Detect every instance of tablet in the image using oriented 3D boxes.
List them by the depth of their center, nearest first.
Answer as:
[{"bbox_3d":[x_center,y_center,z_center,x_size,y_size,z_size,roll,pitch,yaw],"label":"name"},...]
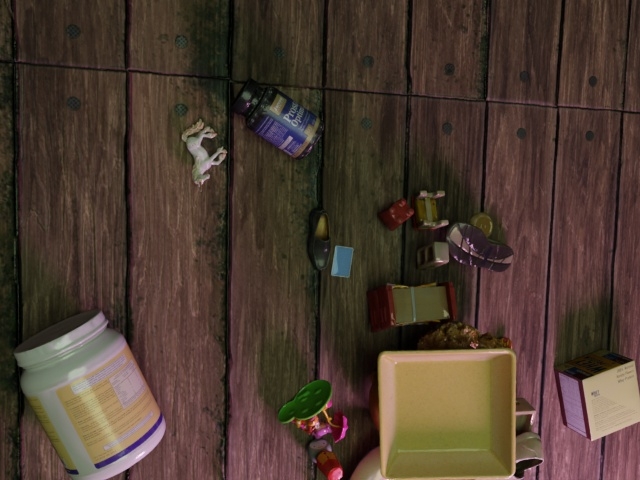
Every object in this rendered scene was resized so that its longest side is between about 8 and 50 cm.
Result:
[{"bbox_3d":[0.060,0.058,1.714,0.054,0.006,0.083,8,91,-18],"label":"tablet"}]

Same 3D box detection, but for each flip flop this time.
[{"bbox_3d":[0.453,0.017,1.803,0.277,0.080,0.112,18,106,-34],"label":"flip flop"}]

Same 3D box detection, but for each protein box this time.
[{"bbox_3d":[0.868,0.478,1.944,0.199,0.136,0.201,-15,100,-15],"label":"protein box"}]

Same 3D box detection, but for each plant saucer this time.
[{"bbox_3d":[0.310,0.421,1.549,0.332,0.081,0.333,-2,98,3],"label":"plant saucer"},{"bbox_3d":[0.478,-0.041,1.836,0.083,0.015,0.084,-2,96,-18],"label":"plant saucer"}]

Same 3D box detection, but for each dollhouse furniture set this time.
[{"bbox_3d":[0.240,0.057,1.721,0.201,0.152,0.375,0,78,-17],"label":"dollhouse furniture set"}]

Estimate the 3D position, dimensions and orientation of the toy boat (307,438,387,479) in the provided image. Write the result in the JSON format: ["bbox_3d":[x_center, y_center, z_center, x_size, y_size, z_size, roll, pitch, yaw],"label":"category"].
[{"bbox_3d":[0.110,0.645,1.724,0.318,0.148,0.268,32,90,-25],"label":"toy boat"}]

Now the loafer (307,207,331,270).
[{"bbox_3d":[0.000,0.000,1.660,0.062,0.061,0.170,-8,98,-18],"label":"loafer"}]

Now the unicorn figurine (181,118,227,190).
[{"bbox_3d":[-0.292,-0.211,1.554,0.111,0.060,0.162,-32,87,-12],"label":"unicorn figurine"}]

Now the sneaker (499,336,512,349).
[{"bbox_3d":[0.551,0.380,1.882,0.067,0.064,0.175,16,81,-56],"label":"sneaker"}]

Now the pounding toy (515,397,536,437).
[{"bbox_3d":[0.556,0.528,1.880,0.141,0.100,0.130,1,109,-16],"label":"pounding toy"}]

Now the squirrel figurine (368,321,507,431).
[{"bbox_3d":[0.327,0.401,1.715,0.370,0.281,0.397,13,95,-6],"label":"squirrel figurine"}]

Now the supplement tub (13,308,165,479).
[{"bbox_3d":[-0.528,0.350,1.426,0.241,0.241,0.332,-25,102,-14],"label":"supplement tub"}]

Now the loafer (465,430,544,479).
[{"bbox_3d":[0.545,0.671,1.839,0.268,0.092,0.102,-43,122,16],"label":"loafer"}]

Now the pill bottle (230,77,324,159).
[{"bbox_3d":[-0.110,-0.308,1.565,0.219,0.123,0.123,31,85,-18],"label":"pill bottle"}]

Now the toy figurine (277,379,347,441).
[{"bbox_3d":[-0.002,0.490,1.688,0.173,0.130,0.159,-32,114,9],"label":"toy figurine"}]
